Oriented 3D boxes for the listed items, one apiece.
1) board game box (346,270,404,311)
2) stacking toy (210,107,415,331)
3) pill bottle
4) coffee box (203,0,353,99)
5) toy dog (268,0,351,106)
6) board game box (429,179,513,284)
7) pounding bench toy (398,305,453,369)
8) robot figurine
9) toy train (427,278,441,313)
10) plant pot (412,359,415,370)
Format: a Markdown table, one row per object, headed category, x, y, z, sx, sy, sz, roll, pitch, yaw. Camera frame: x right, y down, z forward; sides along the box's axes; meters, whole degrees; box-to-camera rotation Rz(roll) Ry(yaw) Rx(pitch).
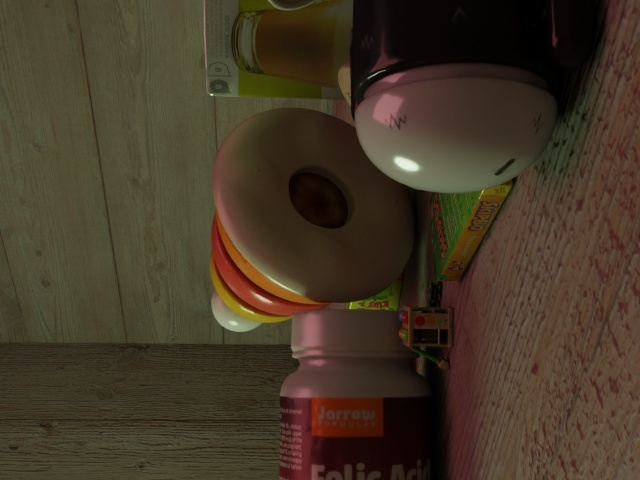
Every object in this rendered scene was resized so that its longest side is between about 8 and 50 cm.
| category | x | y | z | sx | sy | sz | roll | pitch | yaw |
| --- | --- | --- | --- | --- | --- | --- | --- | --- | --- |
| board game box | 0.099 | 0.110 | 1.442 | 0.043 | 0.092 | 0.181 | -94 | 6 | -47 |
| stacking toy | -0.088 | 0.026 | 1.373 | 0.480 | 0.350 | 0.351 | -46 | 37 | 51 |
| pill bottle | 0.051 | 0.300 | 1.103 | 0.224 | 0.224 | 0.392 | 111 | 159 | -80 |
| coffee box | 0.006 | -0.423 | 1.115 | 0.338 | 0.334 | 0.338 | -98 | 10 | -57 |
| toy dog | 0.103 | -0.254 | 0.831 | 0.220 | 0.161 | 0.333 | -53 | -33 | -3 |
| board game box | 0.163 | -0.051 | 0.882 | 0.259 | 0.039 | 0.124 | 104 | 168 | -63 |
| pounding bench toy | 0.137 | 0.129 | 1.018 | 0.052 | 0.065 | 0.083 | 140 | 131 | -85 |
| robot figurine | 0.113 | -0.178 | 0.648 | 0.209 | 0.173 | 0.278 | 88 | -177 | -82 |
| toy train | 0.158 | 0.093 | 1.086 | 0.024 | 0.017 | 0.083 | -72 | -15 | -67 |
| plant pot | 0.060 | 0.229 | 1.345 | 0.201 | 0.180 | 0.201 | 180 | 90 | -87 |
